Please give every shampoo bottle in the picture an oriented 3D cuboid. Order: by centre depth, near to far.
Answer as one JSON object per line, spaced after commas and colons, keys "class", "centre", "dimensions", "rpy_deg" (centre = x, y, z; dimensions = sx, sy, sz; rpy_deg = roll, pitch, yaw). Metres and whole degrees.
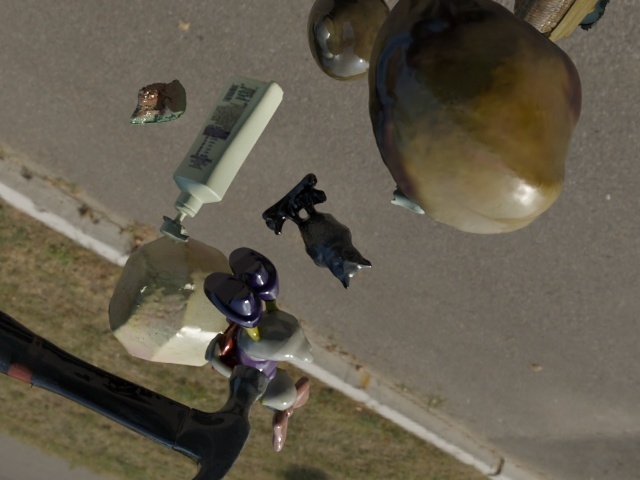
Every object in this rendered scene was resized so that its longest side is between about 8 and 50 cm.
{"class": "shampoo bottle", "centre": [-0.079, -0.062, 0.505], "dimensions": [0.049, 0.141, 0.034], "rpy_deg": [20, 162, 27]}

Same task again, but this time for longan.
{"class": "longan", "centre": [0.029, -0.228, 0.743], "dimensions": [0.106, 0.119, 0.106], "rpy_deg": [11, 113, 26]}

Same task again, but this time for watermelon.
{"class": "watermelon", "centre": [-0.352, -0.318, 1.547], "dimensions": [0.101, 0.155, 0.080], "rpy_deg": [14, 120, 13]}

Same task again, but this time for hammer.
{"class": "hammer", "centre": [-0.195, 0.109, 0.518], "dimensions": [0.290, 0.137, 0.037], "rpy_deg": [25, 145, -5]}

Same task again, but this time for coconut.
{"class": "coconut", "centre": [-0.351, 0.156, 1.722], "dimensions": [0.353, 0.352, 0.352], "rpy_deg": [13, 150, 8]}

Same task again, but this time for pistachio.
{"class": "pistachio", "centre": [0.120, -0.104, 0.537], "dimensions": [0.210, 0.165, 0.130], "rpy_deg": [61, 177, -18]}

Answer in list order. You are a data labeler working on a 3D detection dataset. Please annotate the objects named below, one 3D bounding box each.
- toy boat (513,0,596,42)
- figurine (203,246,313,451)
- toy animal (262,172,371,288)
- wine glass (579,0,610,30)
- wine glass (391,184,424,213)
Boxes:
{"class": "toy boat", "centre": [0.354, -0.376, 0.971], "dimensions": [0.115, 0.089, 0.310], "rpy_deg": [-17, 168, -8]}
{"class": "figurine", "centre": [-0.098, 0.204, 1.234], "dimensions": [0.193, 0.154, 0.420], "rpy_deg": [19, 137, 17]}
{"class": "toy animal", "centre": [0.003, 0.004, 1.143], "dimensions": [0.210, 0.121, 0.117], "rpy_deg": [53, -178, 24]}
{"class": "wine glass", "centre": [0.591, -0.558, 1.256], "dimensions": [0.190, 0.357, 0.190], "rpy_deg": [52, 172, 10]}
{"class": "wine glass", "centre": [0.148, -0.060, 1.006], "dimensions": [0.083, 0.042, 0.039], "rpy_deg": [19, 157, 15]}
